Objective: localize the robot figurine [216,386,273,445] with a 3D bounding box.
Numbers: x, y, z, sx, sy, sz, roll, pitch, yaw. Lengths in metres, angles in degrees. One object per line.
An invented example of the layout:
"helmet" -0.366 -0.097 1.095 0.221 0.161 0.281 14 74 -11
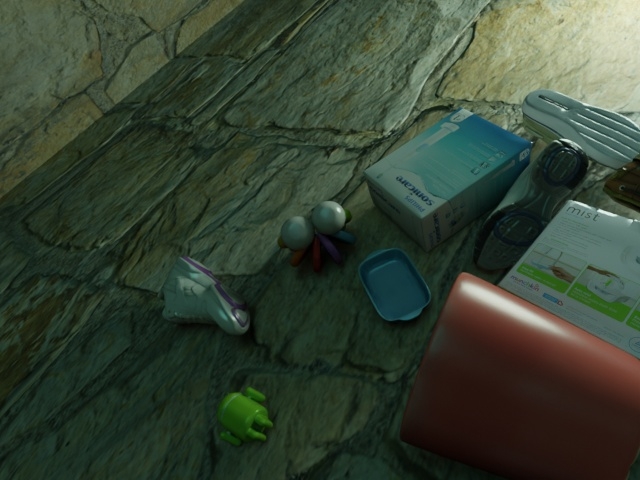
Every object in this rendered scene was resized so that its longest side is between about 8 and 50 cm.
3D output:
"robot figurine" -0.145 0.327 0.765 0.115 0.067 0.101 16 68 33

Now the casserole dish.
"casserole dish" 0.153 0.095 0.858 0.114 0.037 0.188 -25 47 1

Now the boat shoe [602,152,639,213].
"boat shoe" 0.652 -0.028 0.720 0.104 0.111 0.307 -45 49 19

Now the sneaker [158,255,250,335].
"sneaker" -0.275 0.156 0.957 0.305 0.114 0.152 28 80 42

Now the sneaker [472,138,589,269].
"sneaker" 0.414 -0.060 0.836 0.111 0.129 0.297 39 91 7

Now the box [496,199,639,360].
"box" 0.471 0.085 0.670 0.231 0.126 0.262 -44 49 -17

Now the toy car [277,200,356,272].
"toy car" 0.000 0.000 0.947 0.182 0.159 0.136 -27 81 -1

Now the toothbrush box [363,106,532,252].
"toothbrush box" 0.285 -0.147 0.945 0.296 0.126 0.216 -34 48 -8

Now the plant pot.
"plant pot" 0.275 0.206 0.577 0.244 0.274 0.274 19 61 24

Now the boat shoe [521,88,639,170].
"boat shoe" 0.584 -0.238 0.919 0.109 0.094 0.302 -33 53 -2
